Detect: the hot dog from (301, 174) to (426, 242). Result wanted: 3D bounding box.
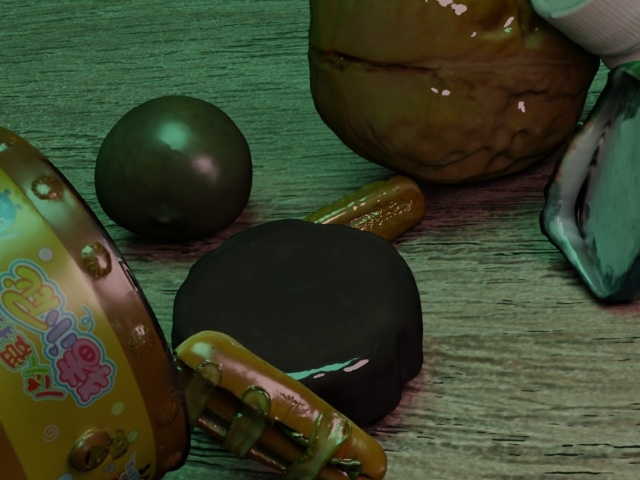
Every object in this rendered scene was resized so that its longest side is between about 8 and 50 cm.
[{"bbox_3d":[0.001,-0.001,1.983,0.286,0.088,0.061,-22,24,-21],"label":"hot dog"}]

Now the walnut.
[{"bbox_3d":[0.174,-0.251,2.046,0.397,0.354,0.308,-2,27,-28],"label":"walnut"}]

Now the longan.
[{"bbox_3d":[-0.188,-0.094,2.109,0.220,0.196,0.196,-1,32,32],"label":"longan"}]

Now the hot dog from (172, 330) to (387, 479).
[{"bbox_3d":[-0.045,0.182,1.588,0.269,0.109,0.072,32,41,1],"label":"hot dog"}]

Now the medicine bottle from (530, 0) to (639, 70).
[{"bbox_3d":[0.447,-0.258,1.914,0.211,0.371,0.211,-41,34,35],"label":"medicine bottle"}]

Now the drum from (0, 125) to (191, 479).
[{"bbox_3d":[-0.336,0.109,1.613,0.214,0.431,0.431,-32,35,-26],"label":"drum"}]

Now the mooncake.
[{"bbox_3d":[-0.024,0.107,1.755,0.283,0.141,0.283,-5,38,4],"label":"mooncake"}]

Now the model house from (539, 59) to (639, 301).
[{"bbox_3d":[0.430,-0.077,1.821,0.291,0.253,0.184,-9,46,-29],"label":"model house"}]
